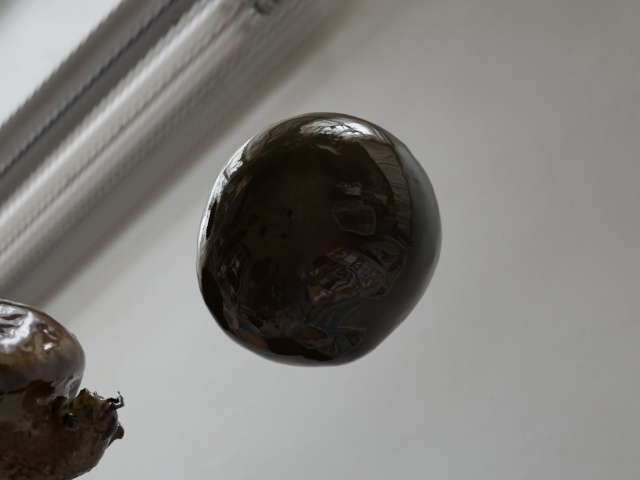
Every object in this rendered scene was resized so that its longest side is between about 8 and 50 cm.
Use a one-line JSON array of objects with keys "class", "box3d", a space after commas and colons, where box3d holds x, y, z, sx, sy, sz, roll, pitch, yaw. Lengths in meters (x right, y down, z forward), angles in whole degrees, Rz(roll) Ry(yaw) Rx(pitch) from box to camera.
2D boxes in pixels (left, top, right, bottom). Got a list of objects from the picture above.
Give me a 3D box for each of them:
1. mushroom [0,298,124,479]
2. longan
[{"class": "mushroom", "box3d": [-0.419, 0.220, 1.416, 0.345, 0.345, 0.259, -46, -107, 14]}, {"class": "longan", "box3d": [0.000, 0.000, 1.222, 0.258, 0.258, 0.258, -10, -109, 31]}]
